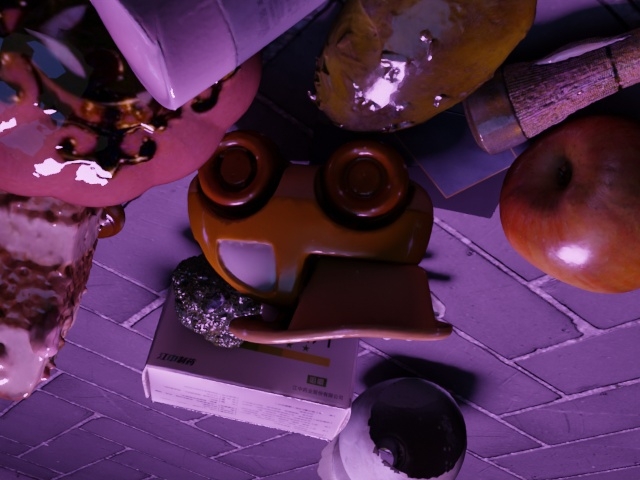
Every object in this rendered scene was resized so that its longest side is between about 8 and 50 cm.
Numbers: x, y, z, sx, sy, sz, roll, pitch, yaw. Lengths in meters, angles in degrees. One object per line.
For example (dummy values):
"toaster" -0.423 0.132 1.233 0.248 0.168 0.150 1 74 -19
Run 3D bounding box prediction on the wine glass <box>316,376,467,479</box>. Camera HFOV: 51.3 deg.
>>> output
"wine glass" 0.134 0.385 1.237 0.238 0.237 0.322 13 147 -2

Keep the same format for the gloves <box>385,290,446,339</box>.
"gloves" 0.068 0.077 0.953 0.229 0.097 0.119 18 148 -1

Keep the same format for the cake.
"cake" -0.397 -0.006 0.756 0.282 0.290 0.256 17 -176 -12

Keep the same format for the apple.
"apple" 0.290 -0.030 0.694 0.199 0.199 0.199 7 143 6

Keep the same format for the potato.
"potato" 0.090 -0.181 0.588 0.149 0.113 0.251 29 140 -30

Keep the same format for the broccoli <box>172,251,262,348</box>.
"broccoli" -0.142 0.082 0.984 0.146 0.138 0.162 -25 97 1

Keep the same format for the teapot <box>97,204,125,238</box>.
"teapot" -0.339 -0.033 0.929 0.129 0.078 0.098 6 143 8

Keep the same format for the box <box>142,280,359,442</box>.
"box" -0.110 0.192 1.088 0.333 0.173 0.145 13 142 -2

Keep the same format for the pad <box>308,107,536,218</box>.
"pad" 0.110 -0.097 0.786 0.243 0.004 0.163 12 143 0

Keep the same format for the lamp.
"lamp" -0.198 -0.181 0.558 0.306 0.240 0.305 -16 123 -26

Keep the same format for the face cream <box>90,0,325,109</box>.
"face cream" -0.029 -0.208 0.464 0.073 0.269 0.107 22 148 54

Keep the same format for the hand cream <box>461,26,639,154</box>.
"hand cream" 0.238 -0.149 0.626 0.203 0.083 0.084 -17 135 26

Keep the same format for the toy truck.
"toy truck" 0.000 0.000 0.719 0.288 0.211 0.204 3 177 8
